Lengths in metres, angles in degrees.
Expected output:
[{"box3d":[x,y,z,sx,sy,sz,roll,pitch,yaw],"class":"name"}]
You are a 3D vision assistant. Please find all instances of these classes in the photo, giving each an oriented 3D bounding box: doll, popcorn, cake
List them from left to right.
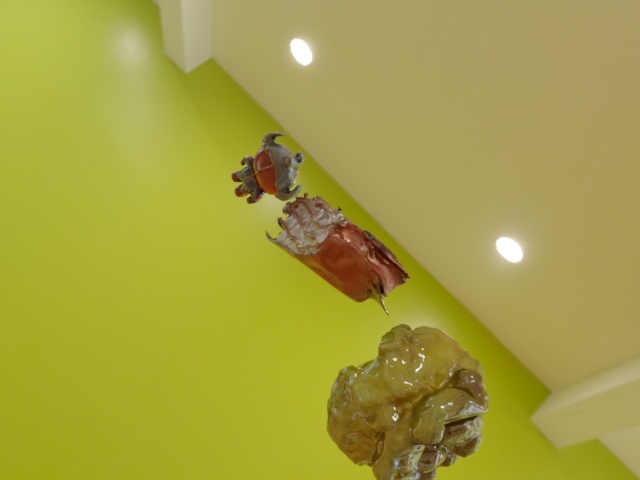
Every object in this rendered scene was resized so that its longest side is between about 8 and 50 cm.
[{"box3d":[-0.084,-0.110,1.142,0.195,0.062,0.104,-16,-111,52],"class":"doll"},{"box3d":[0.004,-0.006,0.973,0.135,0.098,0.287,39,-3,-40],"class":"cake"},{"box3d":[0.104,0.188,0.785,0.155,0.197,0.197,41,-22,29],"class":"popcorn"}]
